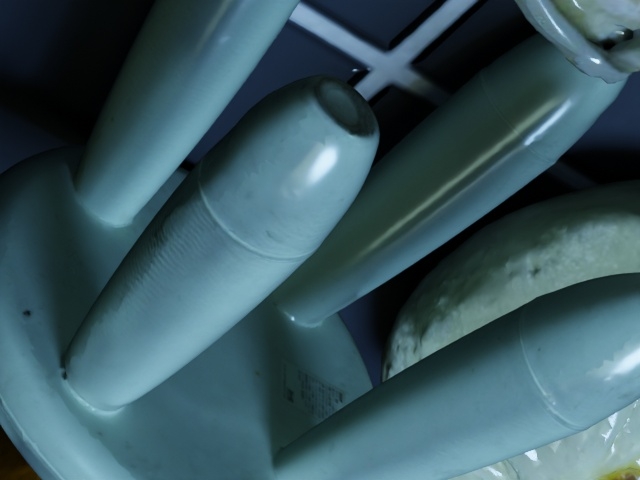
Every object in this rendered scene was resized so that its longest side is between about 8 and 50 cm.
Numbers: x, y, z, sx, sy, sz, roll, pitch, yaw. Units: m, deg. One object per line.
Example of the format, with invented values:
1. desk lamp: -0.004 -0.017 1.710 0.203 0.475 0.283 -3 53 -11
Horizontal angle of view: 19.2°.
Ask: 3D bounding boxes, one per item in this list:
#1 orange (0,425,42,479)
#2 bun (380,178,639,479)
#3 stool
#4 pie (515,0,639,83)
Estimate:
1. orange: -0.073 0.154 0.866 0.240 0.171 0.240 2 145 1
2. bun: 0.137 0.074 0.812 0.222 0.127 0.222 -2 138 -2
3. stool: 0.000 0.000 0.684 0.195 0.195 0.199 30 128 -28
4. pie: 0.189 -0.163 0.551 0.338 0.075 0.337 2 133 2
